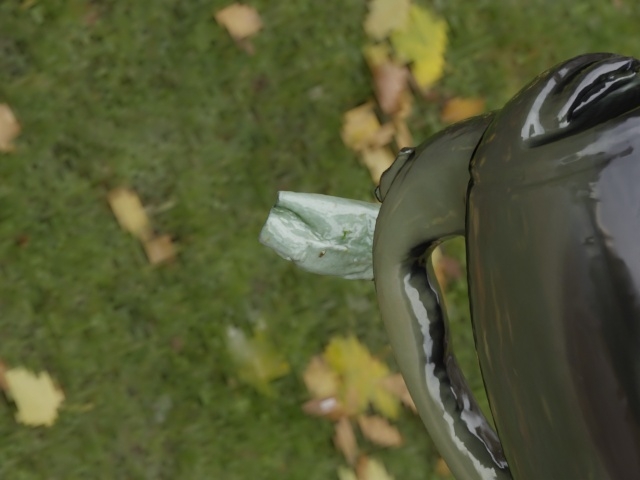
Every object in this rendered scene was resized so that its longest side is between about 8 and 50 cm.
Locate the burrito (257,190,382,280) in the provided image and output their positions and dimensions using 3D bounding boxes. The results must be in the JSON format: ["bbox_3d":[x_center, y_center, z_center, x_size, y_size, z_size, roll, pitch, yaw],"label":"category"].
[{"bbox_3d":[0.002,-0.002,1.457,0.118,0.074,0.044,6,42,-38],"label":"burrito"}]

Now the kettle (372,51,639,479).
[{"bbox_3d":[0.162,0.059,1.063,0.228,0.321,0.324,-33,106,-39],"label":"kettle"}]
